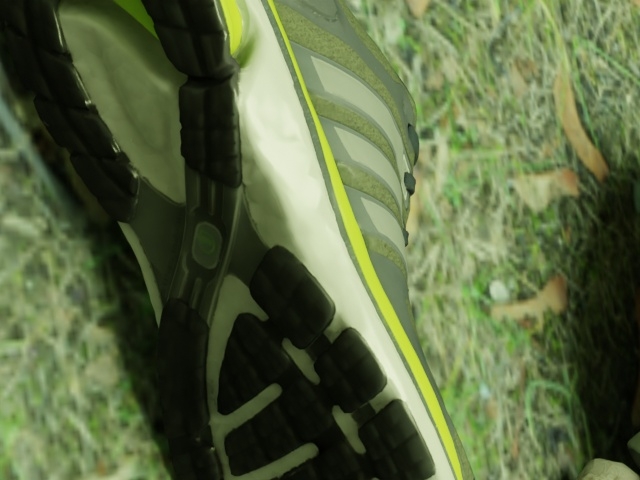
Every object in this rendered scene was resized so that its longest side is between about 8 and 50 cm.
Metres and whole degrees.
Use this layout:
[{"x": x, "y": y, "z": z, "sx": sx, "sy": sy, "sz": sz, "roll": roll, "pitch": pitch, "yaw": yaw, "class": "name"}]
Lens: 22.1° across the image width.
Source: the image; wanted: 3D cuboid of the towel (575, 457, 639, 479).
[{"x": 0.164, "y": 0.258, "z": 0.723, "sx": 0.282, "sy": 0.049, "sz": 0.187, "roll": 53, "pitch": 46, "yaw": -23, "class": "towel"}]

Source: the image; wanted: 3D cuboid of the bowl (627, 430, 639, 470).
[{"x": 0.235, "y": 0.089, "z": 0.744, "sx": 0.156, "sy": 0.289, "sz": 0.289, "roll": -39, "pitch": 114, "yaw": 0, "class": "bowl"}]

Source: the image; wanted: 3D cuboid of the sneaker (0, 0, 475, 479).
[{"x": 0.000, "y": 0.000, "z": 0.579, "sx": 0.121, "sy": 0.111, "sz": 0.300, "roll": -29, "pitch": 103, "yaw": -51, "class": "sneaker"}]
